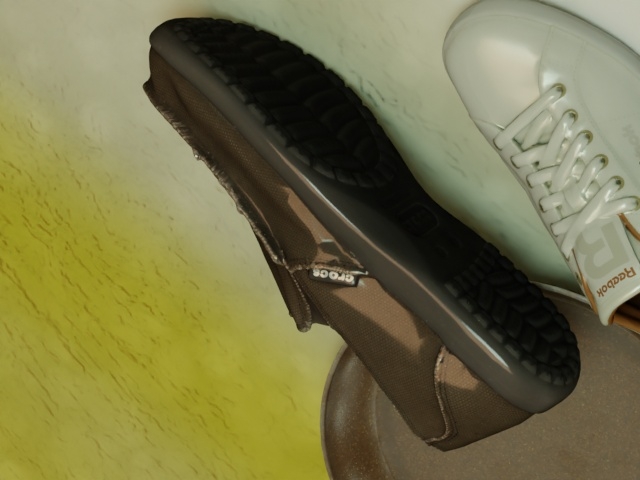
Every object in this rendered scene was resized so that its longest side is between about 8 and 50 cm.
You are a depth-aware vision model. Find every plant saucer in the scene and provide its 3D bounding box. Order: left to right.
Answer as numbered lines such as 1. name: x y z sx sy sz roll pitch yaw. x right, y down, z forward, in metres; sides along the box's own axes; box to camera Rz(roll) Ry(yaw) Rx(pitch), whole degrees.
1. plant saucer: 0.150 0.156 1.106 0.310 0.050 0.311 12 119 21

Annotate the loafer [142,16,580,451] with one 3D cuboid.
1. loafer: 0.000 0.000 1.008 0.366 0.134 0.130 48 119 15

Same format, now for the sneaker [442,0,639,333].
1. sneaker: 0.179 -0.030 0.949 0.290 0.123 0.106 44 128 1
